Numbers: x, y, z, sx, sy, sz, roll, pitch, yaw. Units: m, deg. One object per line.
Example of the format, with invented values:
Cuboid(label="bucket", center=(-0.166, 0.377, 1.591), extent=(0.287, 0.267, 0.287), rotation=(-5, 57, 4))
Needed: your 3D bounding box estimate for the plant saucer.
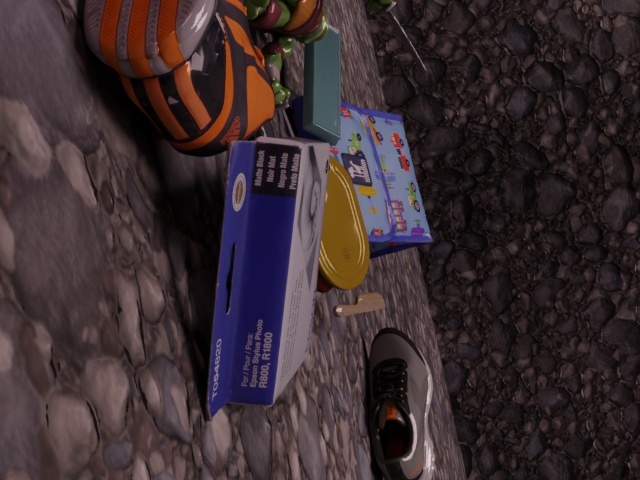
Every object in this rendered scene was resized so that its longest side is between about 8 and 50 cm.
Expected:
Cuboid(label="plant saucer", center=(0.005, -0.231, 1.208), extent=(0.067, 0.018, 0.192), rotation=(22, 58, -41))

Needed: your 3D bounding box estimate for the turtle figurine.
Cuboid(label="turtle figurine", center=(0.000, -0.255, 1.023), extent=(0.266, 0.198, 0.275), rotation=(23, 52, -72))

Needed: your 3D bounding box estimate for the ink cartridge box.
Cuboid(label="ink cartridge box", center=(-0.038, 0.022, 0.738), extent=(0.224, 0.045, 0.223), rotation=(-37, 133, -77))

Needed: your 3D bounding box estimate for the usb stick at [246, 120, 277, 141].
Cuboid(label="usb stick", center=(-0.064, -0.096, 0.906), extent=(0.077, 0.045, 0.278), rotation=(-71, 147, -68))

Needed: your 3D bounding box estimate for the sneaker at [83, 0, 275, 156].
Cuboid(label="sneaker", center=(-0.103, -0.207, 0.702), extent=(0.180, 0.124, 0.321), rotation=(68, 25, -57))

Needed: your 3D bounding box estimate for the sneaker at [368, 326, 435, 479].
Cuboid(label="sneaker", center=(0.122, 0.251, 1.331), extent=(0.108, 0.100, 0.271), rotation=(56, 24, -49))

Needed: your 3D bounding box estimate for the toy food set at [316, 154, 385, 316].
Cuboid(label="toy food set", center=(0.000, 0.000, 1.100), extent=(0.128, 0.071, 0.218), rotation=(-16, 92, -55))

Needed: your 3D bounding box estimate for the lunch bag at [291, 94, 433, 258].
Cuboid(label="lunch bag", center=(0.039, -0.091, 1.293), extent=(0.293, 0.138, 0.221), rotation=(5, 71, -64))
